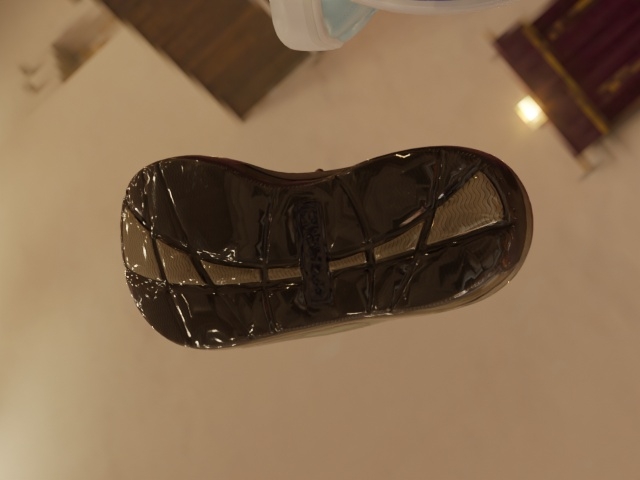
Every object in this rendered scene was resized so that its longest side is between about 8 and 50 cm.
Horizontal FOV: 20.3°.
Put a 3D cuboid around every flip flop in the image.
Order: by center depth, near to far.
[{"bbox_3d":[0.000,0.000,0.989,0.080,0.277,0.112,0,-96,-56],"label":"flip flop"}]

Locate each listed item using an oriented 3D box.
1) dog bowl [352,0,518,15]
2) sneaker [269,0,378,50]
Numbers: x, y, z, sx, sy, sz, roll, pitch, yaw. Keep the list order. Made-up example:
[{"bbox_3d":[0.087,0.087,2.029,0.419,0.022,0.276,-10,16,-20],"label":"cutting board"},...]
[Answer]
[{"bbox_3d":[0.060,-0.257,0.917,0.265,0.265,0.104,51,178,10],"label":"dog bowl"},{"bbox_3d":[0.042,-0.205,1.145,0.366,0.150,0.135,65,-152,-81],"label":"sneaker"}]
